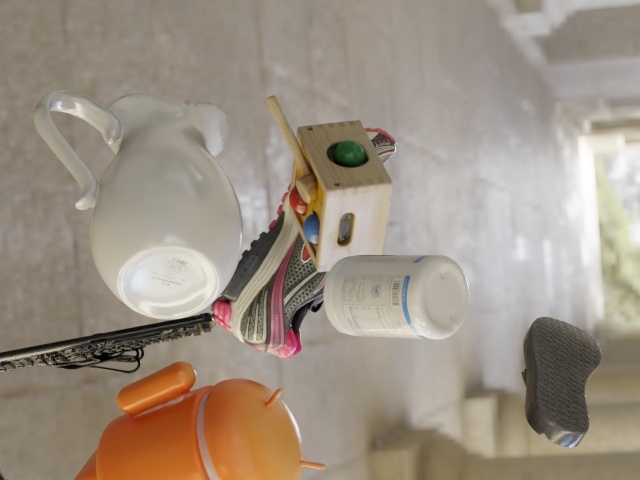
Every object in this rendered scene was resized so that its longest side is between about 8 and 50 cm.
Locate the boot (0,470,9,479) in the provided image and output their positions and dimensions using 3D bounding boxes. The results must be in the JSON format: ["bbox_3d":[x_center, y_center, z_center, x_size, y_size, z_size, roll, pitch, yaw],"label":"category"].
[{"bbox_3d":[-0.476,0.242,1.894,0.280,0.096,0.264,30,8,-45],"label":"boot"}]

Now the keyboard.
[{"bbox_3d":[-0.181,0.096,1.446,0.100,0.192,0.038,100,-20,-86],"label":"keyboard"}]

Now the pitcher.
[{"bbox_3d":[-0.154,-0.041,1.424,0.207,0.177,0.125,-99,-151,-47],"label":"pitcher"}]

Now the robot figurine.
[{"bbox_3d":[-0.108,0.199,1.516,0.128,0.219,0.158,28,46,-59],"label":"robot figurine"}]

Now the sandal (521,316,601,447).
[{"bbox_3d":[0.277,0.168,2.049,0.054,0.097,0.254,-63,180,29],"label":"sandal"}]

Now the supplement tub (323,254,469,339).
[{"bbox_3d":[0.063,0.046,1.423,0.071,0.107,0.071,0,90,-45],"label":"supplement tub"}]

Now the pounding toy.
[{"bbox_3d":[0.004,-0.063,1.776,0.130,0.100,0.141,-115,-156,-45],"label":"pounding toy"}]

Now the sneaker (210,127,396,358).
[{"bbox_3d":[0.000,0.000,2.014,0.299,0.112,0.121,-56,164,0],"label":"sneaker"}]
